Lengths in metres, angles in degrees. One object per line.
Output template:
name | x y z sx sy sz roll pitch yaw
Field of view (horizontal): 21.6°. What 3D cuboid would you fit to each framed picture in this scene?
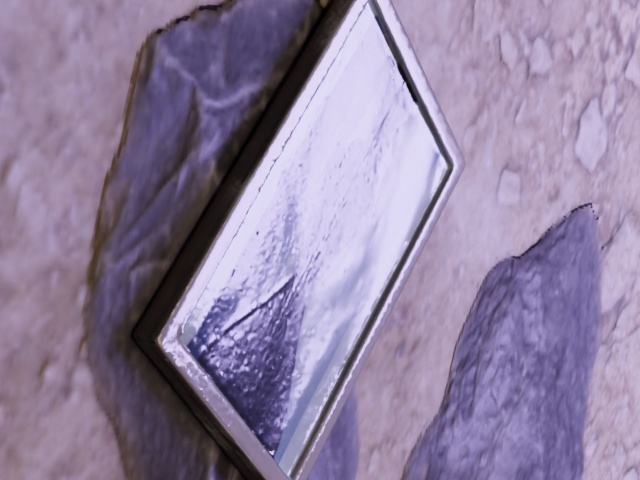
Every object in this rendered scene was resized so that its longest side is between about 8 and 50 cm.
framed picture | 0.000 0.000 0.750 0.203 0.015 0.150 -61 145 -24
